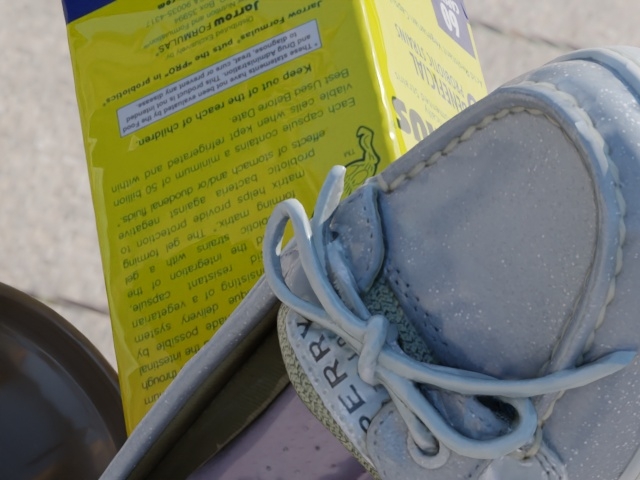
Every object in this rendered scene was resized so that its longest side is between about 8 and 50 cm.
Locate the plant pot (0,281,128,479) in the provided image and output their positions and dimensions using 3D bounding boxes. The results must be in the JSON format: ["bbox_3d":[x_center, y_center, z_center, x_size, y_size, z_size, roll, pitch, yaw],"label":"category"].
[{"bbox_3d":[-0.220,0.144,1.166,0.237,0.110,0.237,27,40,-26],"label":"plant pot"}]

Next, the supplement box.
[{"bbox_3d":[0.000,0.000,1.160,0.194,0.195,0.356,32,40,-56],"label":"supplement box"}]

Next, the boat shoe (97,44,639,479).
[{"bbox_3d":[0.000,0.066,0.589,0.103,0.320,0.118,-7,61,-44],"label":"boat shoe"}]
